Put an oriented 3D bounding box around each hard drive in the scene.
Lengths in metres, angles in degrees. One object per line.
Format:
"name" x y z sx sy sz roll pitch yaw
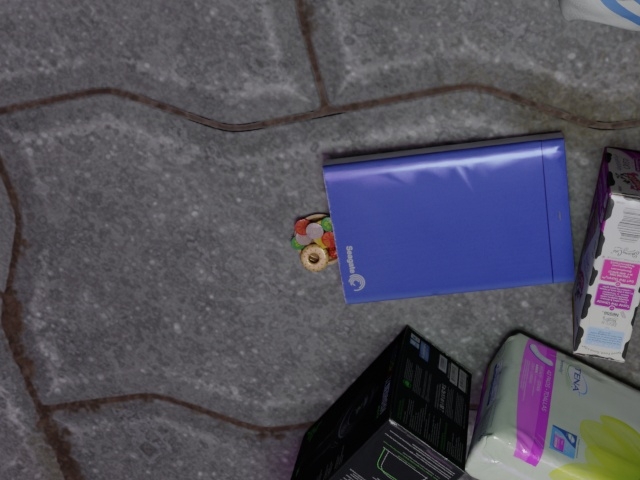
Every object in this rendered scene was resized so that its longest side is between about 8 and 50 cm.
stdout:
"hard drive" 0.176 -0.026 1.574 0.318 0.040 0.210 -6 115 8

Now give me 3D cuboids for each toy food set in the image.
"toy food set" 0.000 0.000 1.641 0.083 0.020 0.083 -22 110 19

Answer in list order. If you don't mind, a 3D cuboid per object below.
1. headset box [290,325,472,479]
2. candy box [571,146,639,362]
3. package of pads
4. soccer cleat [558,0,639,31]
"headset box" 0.075 0.306 1.653 0.131 0.246 0.283 36 117 -8
"candy box" 0.381 0.016 1.505 0.071 0.159 0.234 9 117 7
"package of pads" 0.359 0.277 1.600 0.296 0.229 0.101 26 128 -1
"soccer cleat" 0.440 -0.307 1.376 0.331 0.143 0.116 1 77 -9
